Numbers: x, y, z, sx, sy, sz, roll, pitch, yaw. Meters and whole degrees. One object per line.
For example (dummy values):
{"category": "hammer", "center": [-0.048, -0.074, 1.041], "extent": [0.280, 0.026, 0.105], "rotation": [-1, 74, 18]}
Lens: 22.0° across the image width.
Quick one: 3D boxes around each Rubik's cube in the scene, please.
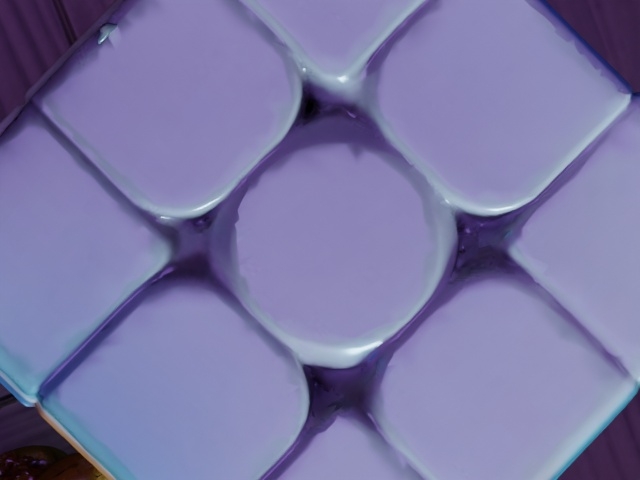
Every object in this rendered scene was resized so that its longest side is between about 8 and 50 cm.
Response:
{"category": "Rubik's cube", "center": [0.000, 0.000, 0.845], "extent": [0.290, 0.292, 0.291], "rotation": [45, 88, -2]}

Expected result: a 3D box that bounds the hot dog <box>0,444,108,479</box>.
{"category": "hot dog", "center": [-0.193, 0.187, 0.814], "extent": [0.249, 0.102, 0.076], "rotation": [-44, 133, -1]}
